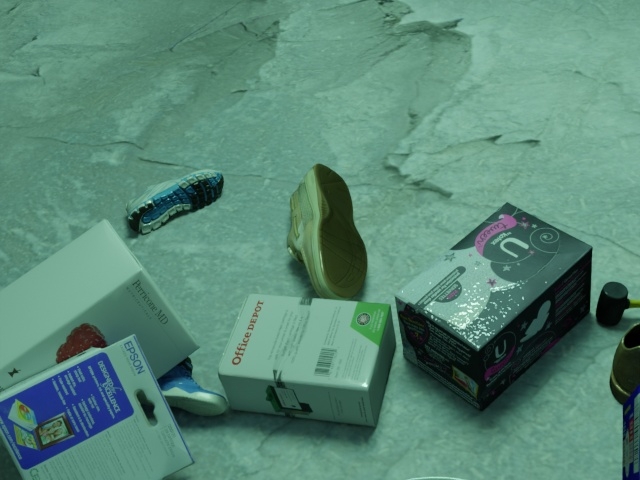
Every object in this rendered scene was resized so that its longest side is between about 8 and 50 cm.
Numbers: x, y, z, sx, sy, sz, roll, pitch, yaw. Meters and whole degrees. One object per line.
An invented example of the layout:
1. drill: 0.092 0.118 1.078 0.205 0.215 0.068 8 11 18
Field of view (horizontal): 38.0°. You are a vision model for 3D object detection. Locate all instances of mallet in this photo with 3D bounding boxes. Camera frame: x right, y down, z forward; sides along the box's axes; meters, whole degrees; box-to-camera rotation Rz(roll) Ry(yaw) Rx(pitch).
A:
1. mallet: 0.492 0.085 1.328 0.190 0.062 0.039 -5 42 7

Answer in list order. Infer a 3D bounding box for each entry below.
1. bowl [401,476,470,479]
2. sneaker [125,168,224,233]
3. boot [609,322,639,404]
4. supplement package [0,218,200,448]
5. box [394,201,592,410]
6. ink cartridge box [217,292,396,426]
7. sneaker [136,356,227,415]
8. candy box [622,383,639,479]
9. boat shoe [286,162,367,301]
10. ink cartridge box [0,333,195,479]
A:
1. bowl: 0.127 0.418 1.002 0.298 0.134 0.298 -6 42 6
2. sneaker: -0.269 -0.088 1.683 0.191 0.071 0.083 -24 38 -14
3. boot: 0.538 0.159 1.203 0.305 0.115 0.112 -2 42 9
4. supplement package: -0.357 0.144 1.321 0.293 0.177 0.175 -37 37 -10
5. box: 0.248 0.086 1.323 0.247 0.142 0.163 -36 48 -24
6. ink cartridge box: -0.016 0.167 1.332 0.219 0.092 0.160 4 44 17
7. sneaker: -0.197 0.204 1.359 0.152 0.058 0.084 2 53 24
8. candy box: 0.502 0.234 1.010 0.317 0.268 0.122 1 75 15
9. boat shoe: 0.000 0.000 1.515 0.098 0.109 0.302 -42 35 27
10. ink cartridge box: -0.302 0.254 1.230 0.208 0.206 0.045 -25 14 -14
